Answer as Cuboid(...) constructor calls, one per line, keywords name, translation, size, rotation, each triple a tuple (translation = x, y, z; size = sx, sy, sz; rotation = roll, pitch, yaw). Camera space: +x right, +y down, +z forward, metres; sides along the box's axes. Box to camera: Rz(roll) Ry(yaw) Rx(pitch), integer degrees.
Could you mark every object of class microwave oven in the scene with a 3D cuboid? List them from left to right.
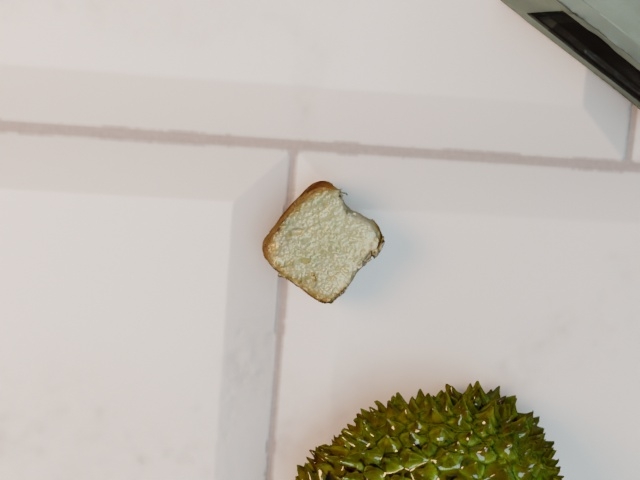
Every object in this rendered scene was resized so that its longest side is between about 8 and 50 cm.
Cuboid(name="microwave oven", translation=(0.273, -0.186, 0.899), size=(0.208, 0.122, 0.162), rotation=(34, 92, -15))

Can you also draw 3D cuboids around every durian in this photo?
Cuboid(name="durian", translation=(0.082, 0.219, 0.913), size=(0.236, 0.176, 0.200), rotation=(-24, 83, 6))

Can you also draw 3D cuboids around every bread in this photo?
Cuboid(name="bread", translation=(-0.002, -0.001, 0.905), size=(0.076, 0.070, 0.083), rotation=(40, 89, -15))
